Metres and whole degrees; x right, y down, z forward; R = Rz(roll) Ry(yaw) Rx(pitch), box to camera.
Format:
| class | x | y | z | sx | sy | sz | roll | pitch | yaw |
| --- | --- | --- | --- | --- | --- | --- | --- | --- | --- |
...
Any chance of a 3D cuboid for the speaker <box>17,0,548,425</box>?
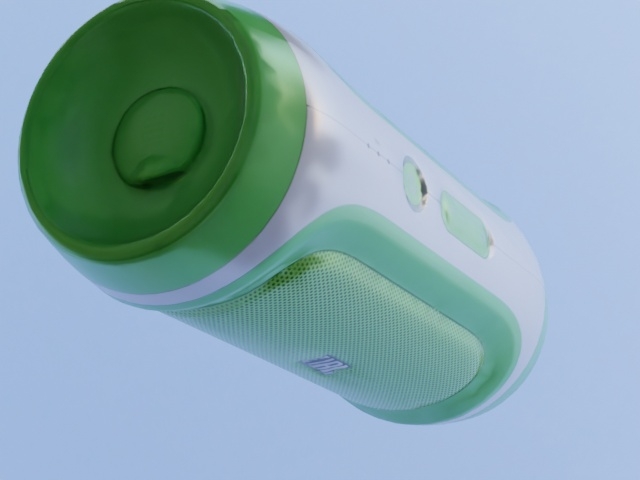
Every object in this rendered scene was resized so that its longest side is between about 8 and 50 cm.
| class | x | y | z | sx | sy | sz | roll | pitch | yaw |
| --- | --- | --- | --- | --- | --- | --- | --- | --- | --- |
| speaker | 0.000 | 0.000 | 0.665 | 0.131 | 0.296 | 0.131 | -10 | -112 | 26 |
